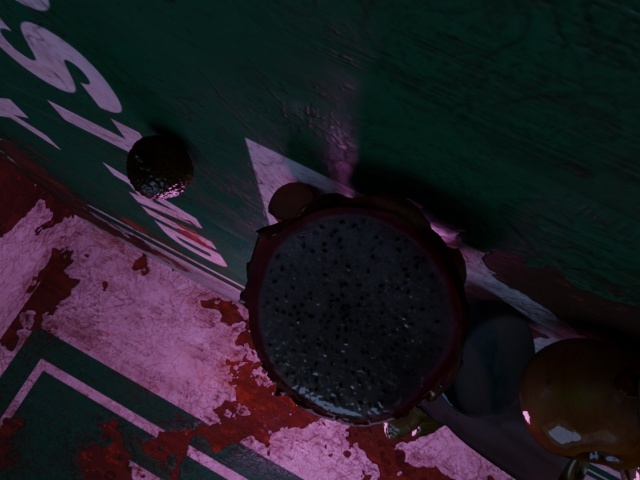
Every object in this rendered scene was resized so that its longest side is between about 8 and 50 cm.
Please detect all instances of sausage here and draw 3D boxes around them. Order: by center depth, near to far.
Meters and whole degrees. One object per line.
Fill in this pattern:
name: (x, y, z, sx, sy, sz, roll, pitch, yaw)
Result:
sausage: (0.000, 0.000, 0.915, 0.074, 0.074, 0.274, 20, 162, 30)

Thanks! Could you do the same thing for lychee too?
lychee: (-0.281, -0.127, 0.935, 0.114, 0.114, 0.146, 26, -176, 9)

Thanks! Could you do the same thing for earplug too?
earplug: (0.208, 0.185, 0.980, 0.185, 0.184, 0.324, 33, 170, -15)

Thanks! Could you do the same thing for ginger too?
ginger: (0.220, 0.349, 1.298, 0.375, 0.236, 0.166, 51, -173, -29)

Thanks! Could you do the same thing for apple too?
apple: (0.390, 0.233, 0.767, 0.210, 0.164, 0.209, 13, 153, 7)

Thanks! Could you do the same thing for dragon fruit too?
dragon fruit: (0.062, 0.077, 0.732, 0.306, 0.305, 0.226, 24, -168, 16)

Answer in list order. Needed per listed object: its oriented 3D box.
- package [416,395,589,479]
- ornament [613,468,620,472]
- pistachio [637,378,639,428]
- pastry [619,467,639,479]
package: (0.388, 0.355, 1.102, 0.221, 0.164, 0.311, 19, -171, -46)
ornament: (0.749, 0.561, 1.405, 0.230, 0.061, 0.245, 9, 158, 47)
pistachio: (0.435, 0.180, 0.531, 0.197, 0.166, 0.288, 36, 167, 15)
pastry: (0.579, 0.371, 0.781, 0.265, 0.264, 0.133, 29, -151, 1)
